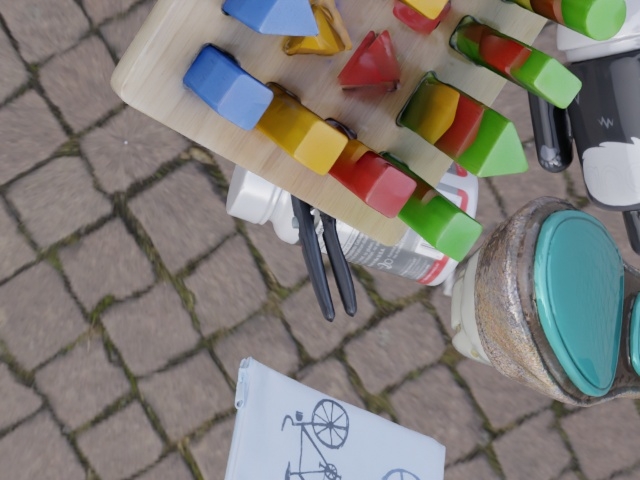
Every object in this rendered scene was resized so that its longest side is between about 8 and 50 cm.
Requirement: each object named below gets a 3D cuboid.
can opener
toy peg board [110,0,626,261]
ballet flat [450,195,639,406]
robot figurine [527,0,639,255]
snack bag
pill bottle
[{"bbox_3d":[0.000,0.000,1.439,0.059,0.073,0.186,-10,80,5],"label":"can opener"},{"bbox_3d":[0.032,-0.082,0.520,0.161,0.079,0.161,28,98,-37],"label":"toy peg board"},{"bbox_3d":[0.140,0.050,0.768,0.106,0.316,0.107,0,75,32],"label":"ballet flat"},{"bbox_3d":[0.324,-0.130,1.236,0.209,0.173,0.278,-15,98,-11],"label":"robot figurine"},{"bbox_3d":[0.010,0.343,1.550,0.343,0.037,0.323,28,55,-29],"label":"snack bag"},{"bbox_3d":[0.037,-0.056,1.606,0.283,0.161,0.161,17,92,-11],"label":"pill bottle"}]
